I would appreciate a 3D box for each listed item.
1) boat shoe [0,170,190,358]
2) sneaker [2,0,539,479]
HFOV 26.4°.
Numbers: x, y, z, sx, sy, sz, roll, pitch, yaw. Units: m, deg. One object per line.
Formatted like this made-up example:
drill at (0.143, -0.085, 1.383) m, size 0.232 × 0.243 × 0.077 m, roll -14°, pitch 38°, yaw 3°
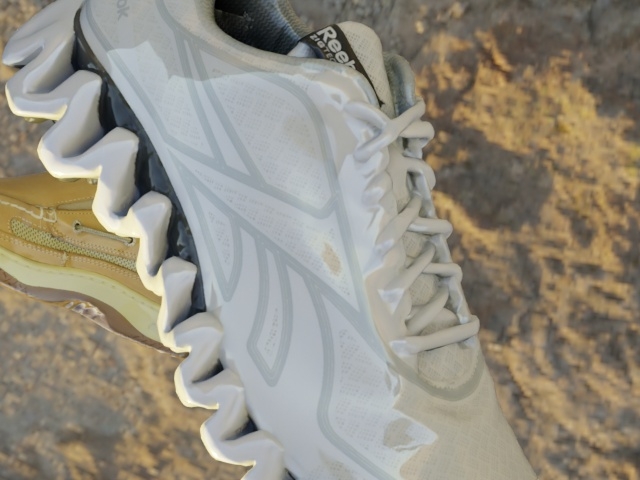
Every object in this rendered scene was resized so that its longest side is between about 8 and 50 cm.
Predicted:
boat shoe at (-0.120, -0.009, 0.636) m, size 0.190 × 0.072 × 0.068 m, roll 28°, pitch -178°, yaw -42°
sneaker at (0.000, 0.000, 0.477) m, size 0.118 × 0.110 × 0.292 m, roll -43°, pitch 72°, yaw 23°
